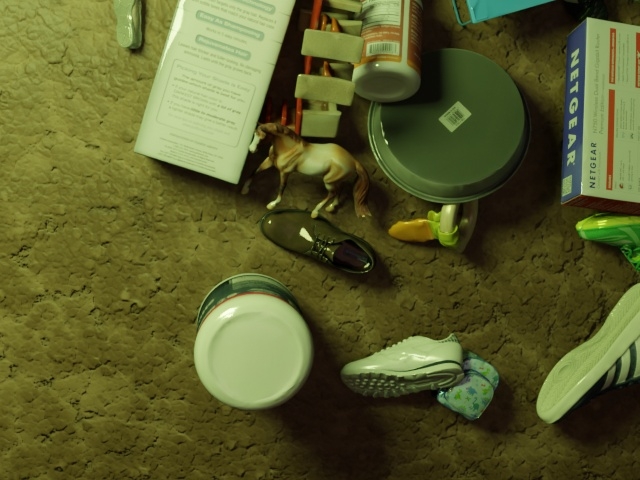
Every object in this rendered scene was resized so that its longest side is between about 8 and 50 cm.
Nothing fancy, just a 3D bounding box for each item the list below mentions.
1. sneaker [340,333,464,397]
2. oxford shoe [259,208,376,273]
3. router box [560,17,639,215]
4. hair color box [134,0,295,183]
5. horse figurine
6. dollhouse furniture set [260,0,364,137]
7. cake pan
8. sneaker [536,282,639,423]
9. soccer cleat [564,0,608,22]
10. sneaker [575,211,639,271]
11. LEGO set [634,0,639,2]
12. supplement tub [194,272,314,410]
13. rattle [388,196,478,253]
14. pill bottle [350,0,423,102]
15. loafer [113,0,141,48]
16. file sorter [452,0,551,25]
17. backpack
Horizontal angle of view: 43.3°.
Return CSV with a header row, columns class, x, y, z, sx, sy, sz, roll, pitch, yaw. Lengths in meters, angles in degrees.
class,x,y,z,sx,sy,sz,roll,pitch,yaw
sneaker,0.154,0.234,1.532,0.235,0.094,0.090,-7,141,9
oxford shoe,0.000,0.000,1.466,0.227,0.096,0.082,18,98,-8
router box,0.600,-0.215,1.466,0.301,0.082,0.335,8,79,-8
hair color box,-0.176,-0.304,1.389,0.185,0.113,0.374,17,97,-10
horse figurine,-0.017,-0.119,1.413,0.263,0.066,0.174,12,129,-20
dollhouse furniture set,-0.018,-0.303,1.351,0.135,0.262,0.259,7,129,-6
cake pan,0.231,-0.213,1.432,0.293,0.054,0.293,0,79,2
sneaker,0.577,0.248,1.558,0.148,0.131,0.350,44,92,-9
soccer cleat,0.468,-0.463,1.467,0.060,0.072,0.179,-41,101,0
sneaker,0.631,0.014,1.541,0.296,0.109,0.123,11,93,-9
LEGO set,0.527,-0.542,1.331,0.331,0.192,0.254,17,85,-22
supplement tub,-0.118,0.162,1.384,0.191,0.272,0.191,-1,98,-7
rattle,0.236,-0.083,1.517,0.130,0.143,0.199,23,78,-42
pill bottle,0.115,-0.357,1.386,0.121,0.121,0.216,8,71,-8
loafer,-0.330,-0.395,1.398,0.045,0.039,0.125,4,96,26
file sorter,0.322,-0.460,1.433,0.170,0.104,0.118,-17,99,-5
backpack,0.285,0.278,1.549,0.105,0.084,0.114,33,90,-14
